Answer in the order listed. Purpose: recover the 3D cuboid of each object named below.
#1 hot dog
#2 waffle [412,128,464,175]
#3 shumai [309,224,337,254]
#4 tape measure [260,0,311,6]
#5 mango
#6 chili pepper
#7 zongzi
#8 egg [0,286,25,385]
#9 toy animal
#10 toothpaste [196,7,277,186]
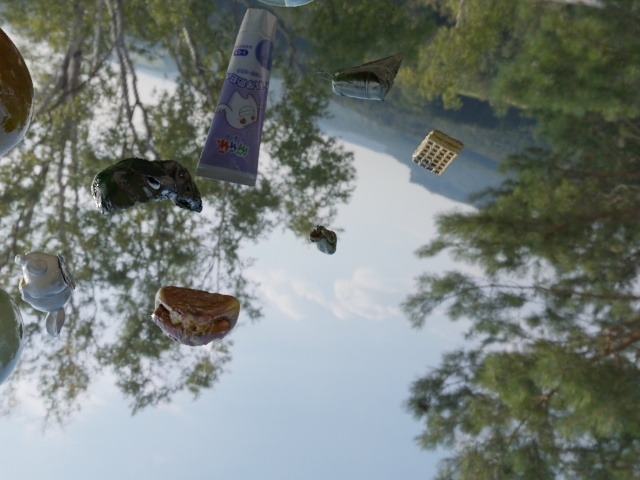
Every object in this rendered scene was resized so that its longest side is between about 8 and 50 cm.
[{"bbox_3d":[-0.376,0.228,1.811,0.256,0.150,0.153,10,-151,-1],"label":"hot dog"},{"bbox_3d":[0.318,-0.239,1.668,0.102,0.042,0.148,27,159,-2],"label":"waffle"},{"bbox_3d":[0.000,0.000,1.715,0.080,0.082,0.083,2,-117,-37],"label":"shumai"},{"bbox_3d":[-0.066,-0.524,1.037,0.246,0.243,0.125,59,178,4],"label":"tape measure"},{"bbox_3d":[-0.745,-0.316,1.277,0.263,0.378,0.221,-28,-118,-22],"label":"mango"},{"bbox_3d":[-0.346,-0.119,1.241,0.148,0.116,0.264,45,-154,13],"label":"chili pepper"},{"bbox_3d":[0.077,-0.335,1.201,0.154,0.130,0.062,12,148,21],"label":"zongzi"},{"bbox_3d":[-0.518,0.139,0.855,0.186,0.187,0.253,12,156,-33],"label":"egg"},{"bbox_3d":[-0.886,0.160,1.983,0.154,0.325,0.208,-15,-140,-14],"label":"toy animal"},{"bbox_3d":[-0.161,-0.300,1.286,0.125,0.371,0.080,12,174,-3],"label":"toothpaste"}]
